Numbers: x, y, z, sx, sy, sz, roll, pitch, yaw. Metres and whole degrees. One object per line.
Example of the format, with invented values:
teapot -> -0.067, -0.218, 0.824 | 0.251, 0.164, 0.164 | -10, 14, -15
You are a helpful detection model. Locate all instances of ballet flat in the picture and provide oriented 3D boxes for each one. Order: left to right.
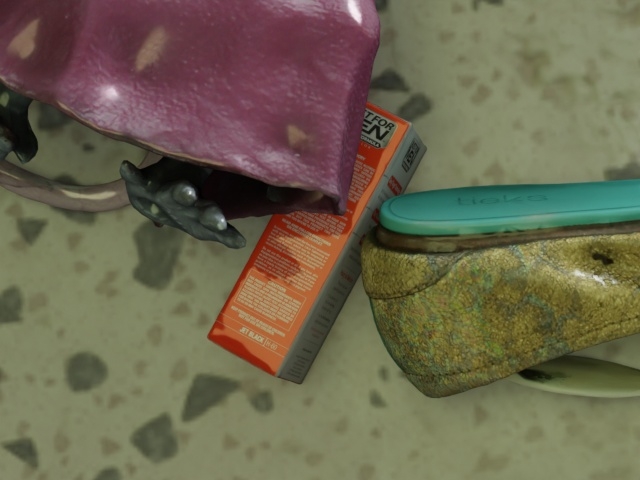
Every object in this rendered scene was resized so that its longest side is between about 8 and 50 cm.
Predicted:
ballet flat -> 0.196, 0.016, 0.947 | 0.348, 0.123, 0.123 | -8, 82, 7

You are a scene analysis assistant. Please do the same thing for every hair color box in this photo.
hair color box -> 0.000, 0.000, 0.990 | 0.043, 0.072, 0.141 | 28, 87, 12

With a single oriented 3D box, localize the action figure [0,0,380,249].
action figure -> -0.011, -0.173, 0.957 | 0.248, 0.276, 0.370 | 28, 77, -7
